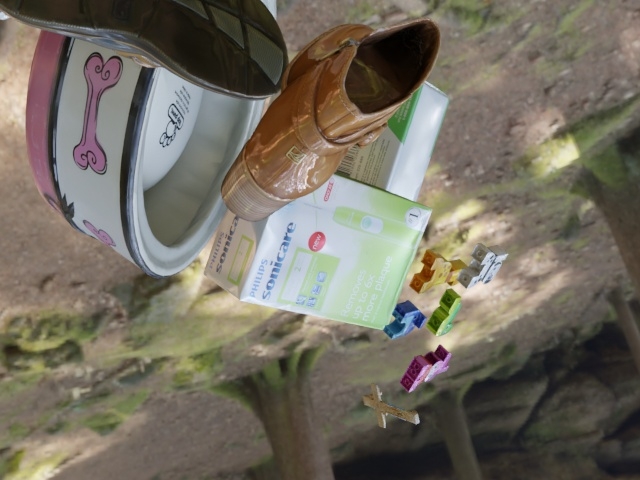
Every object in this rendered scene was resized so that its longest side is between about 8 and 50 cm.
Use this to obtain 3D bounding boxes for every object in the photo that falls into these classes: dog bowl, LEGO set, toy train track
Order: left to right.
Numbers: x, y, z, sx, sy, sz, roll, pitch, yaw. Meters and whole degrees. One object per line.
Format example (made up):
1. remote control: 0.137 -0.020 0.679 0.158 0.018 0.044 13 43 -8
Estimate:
1. dog bowl: -0.192 -0.170 1.002 0.150 0.408 0.408 17 162 9
2. toy train track: 0.073 0.168 0.849 0.014 0.048 0.083 -19 -166 -31
3. LEGO set: 0.161 0.075 1.086 0.093 0.087 0.227 -9 134 -44

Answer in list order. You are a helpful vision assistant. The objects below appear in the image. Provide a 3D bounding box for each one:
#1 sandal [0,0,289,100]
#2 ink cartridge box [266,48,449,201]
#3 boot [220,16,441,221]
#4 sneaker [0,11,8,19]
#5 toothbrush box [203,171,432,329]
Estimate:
1. sandal: -0.129 -0.158 0.616 0.219 0.090 0.060 11 169 -15
2. ink cartridge box: 0.051 -0.200 1.493 0.289 0.211 0.121 22 -174 32
3. boot: 0.025 -0.102 0.535 0.073 0.197 0.152 38 146 -12
4. sneaker: -0.520 -0.452 1.425 0.279 0.107 0.118 -50 171 -37
5. toothbrush box: 0.000 0.000 1.252 0.283 0.206 0.122 17 -173 -37
